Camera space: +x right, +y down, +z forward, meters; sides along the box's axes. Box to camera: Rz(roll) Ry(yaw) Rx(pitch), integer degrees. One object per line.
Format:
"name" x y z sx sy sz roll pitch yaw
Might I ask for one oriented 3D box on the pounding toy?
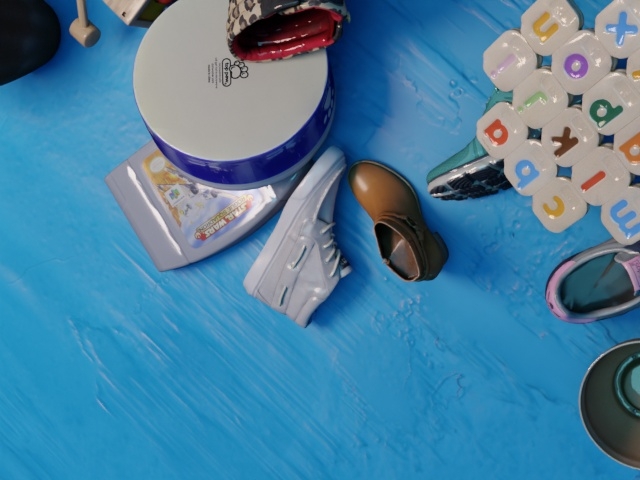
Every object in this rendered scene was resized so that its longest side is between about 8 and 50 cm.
"pounding toy" -0.262 -0.339 1.387 0.094 0.181 0.206 45 110 10

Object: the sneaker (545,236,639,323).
"sneaker" 0.423 0.023 1.202 0.319 0.131 0.112 -30 86 21

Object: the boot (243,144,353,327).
"boot" 0.000 0.000 1.391 0.123 0.095 0.258 34 116 7

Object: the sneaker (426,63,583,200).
"sneaker" 0.250 -0.147 1.279 0.275 0.107 0.110 -37 64 17

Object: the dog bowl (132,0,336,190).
"dog bowl" -0.114 -0.206 1.330 0.264 0.104 0.265 -1 73 4

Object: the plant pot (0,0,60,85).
"plant pot" -0.493 -0.314 1.452 0.215 0.230 0.215 3 99 20

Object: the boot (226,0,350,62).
"boot" 0.007 -0.394 1.183 0.377 0.138 0.284 -14 70 42

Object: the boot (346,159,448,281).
"boot" 0.091 -0.029 1.310 0.197 0.152 0.073 47 110 9

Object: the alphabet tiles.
"alphabet tiles" 0.308 -0.137 1.117 0.284 0.021 0.278 53 138 7

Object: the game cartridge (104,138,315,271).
"game cartridge" -0.163 -0.088 1.454 0.297 0.062 0.198 -34 80 21

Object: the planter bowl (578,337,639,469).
"planter bowl" 0.412 0.193 1.241 0.162 0.109 0.162 3 98 20
